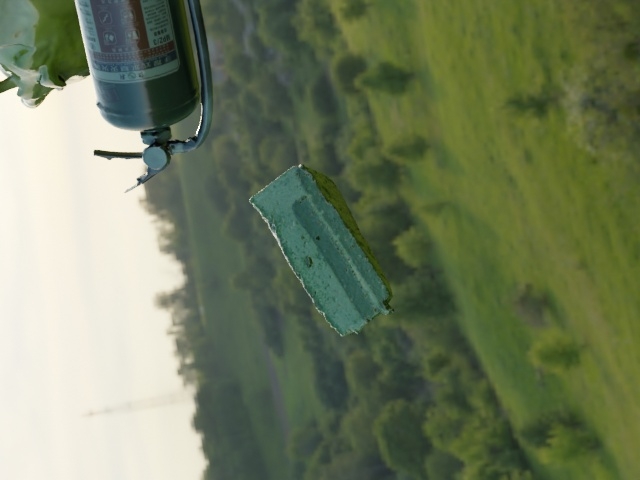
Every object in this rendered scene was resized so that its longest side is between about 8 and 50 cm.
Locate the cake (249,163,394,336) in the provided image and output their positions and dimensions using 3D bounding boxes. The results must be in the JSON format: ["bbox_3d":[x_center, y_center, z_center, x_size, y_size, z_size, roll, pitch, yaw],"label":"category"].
[{"bbox_3d":[0.001,0.010,1.605,0.099,0.100,0.235,32,-153,-54],"label":"cake"}]

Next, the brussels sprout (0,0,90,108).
[{"bbox_3d":[-0.379,-0.360,1.689,0.276,0.315,0.371,46,-167,-5],"label":"brussels sprout"}]

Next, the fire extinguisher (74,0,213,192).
[{"bbox_3d":[-0.151,-0.169,1.006,0.093,0.118,0.294,-83,-12,-59],"label":"fire extinguisher"}]
